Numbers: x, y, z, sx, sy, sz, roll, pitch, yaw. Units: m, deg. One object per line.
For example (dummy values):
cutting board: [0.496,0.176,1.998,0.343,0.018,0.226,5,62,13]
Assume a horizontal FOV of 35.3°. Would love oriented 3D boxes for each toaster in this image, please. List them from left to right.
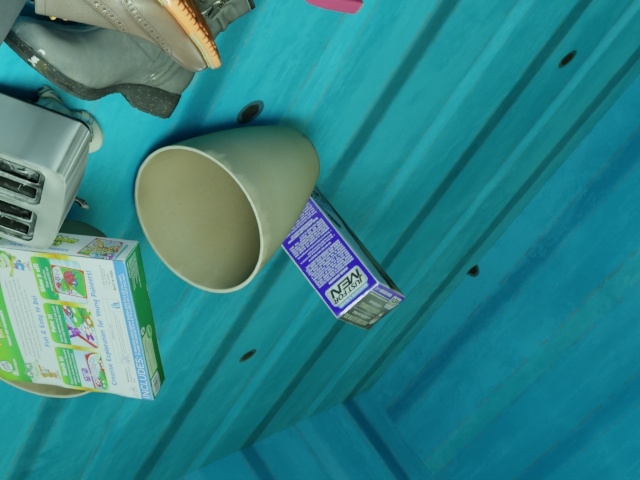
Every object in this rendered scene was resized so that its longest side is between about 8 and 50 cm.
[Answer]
toaster: [-0.387,-0.090,1.292,0.168,0.186,0.110,120,-14,-47]

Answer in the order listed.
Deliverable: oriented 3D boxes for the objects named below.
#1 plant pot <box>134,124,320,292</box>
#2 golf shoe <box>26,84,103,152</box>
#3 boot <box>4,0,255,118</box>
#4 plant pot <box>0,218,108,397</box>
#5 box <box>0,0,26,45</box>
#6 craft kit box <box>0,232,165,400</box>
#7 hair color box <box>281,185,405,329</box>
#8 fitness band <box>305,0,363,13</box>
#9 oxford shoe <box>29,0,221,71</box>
plant pot: [-0.123,-0.087,1.691,0.274,0.256,0.256,-38,166,-47]
golf shoe: [-0.345,-0.142,1.398,0.069,0.086,0.176,-41,160,5]
boot: [-0.235,-0.288,1.272,0.222,0.118,0.338,-51,163,15]
plant pot: [-0.408,0.074,1.558,0.284,0.284,0.191,-54,-174,37]
box: [-0.315,-0.329,0.880,0.270,0.165,0.143,-55,155,11]
craft kit box: [-0.356,0.103,1.409,0.061,0.247,0.249,-69,160,-54]
hair color box: [0.000,0.000,1.885,0.110,0.339,0.185,-40,159,8]
fitness band: [0.064,-0.426,1.467,0.209,0.054,0.291,-42,161,29]
oxford shoe: [-0.249,-0.291,1.120,0.133,0.130,0.364,-37,136,12]
